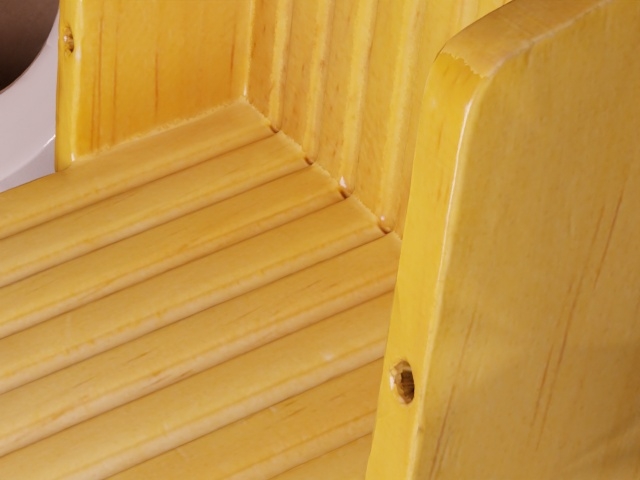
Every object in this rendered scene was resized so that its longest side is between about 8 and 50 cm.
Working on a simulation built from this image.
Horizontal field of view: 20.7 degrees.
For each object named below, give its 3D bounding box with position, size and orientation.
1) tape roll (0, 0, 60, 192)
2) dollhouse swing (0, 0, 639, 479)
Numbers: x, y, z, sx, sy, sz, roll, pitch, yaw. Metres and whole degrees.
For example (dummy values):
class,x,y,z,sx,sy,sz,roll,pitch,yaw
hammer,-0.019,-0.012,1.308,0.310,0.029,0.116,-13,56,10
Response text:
class,x,y,z,sx,sy,sz,roll,pitch,yaw
tape roll,-0.152,-0.124,1.114,0.246,0.169,0.246,-13,68,34
dollhouse swing,-0.077,-0.040,0.682,0.347,0.305,0.315,46,137,51
